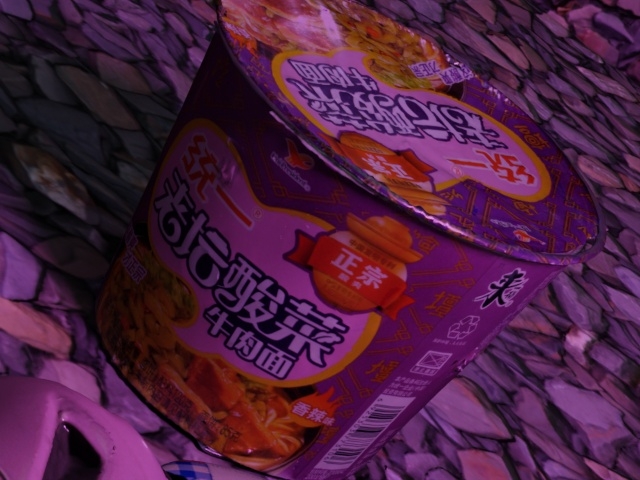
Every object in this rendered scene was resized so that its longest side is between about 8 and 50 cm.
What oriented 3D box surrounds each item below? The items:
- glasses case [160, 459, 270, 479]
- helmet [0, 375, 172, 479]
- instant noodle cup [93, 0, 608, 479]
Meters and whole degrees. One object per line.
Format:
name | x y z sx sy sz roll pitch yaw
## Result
glasses case | 0.024 0.237 1.274 0.327 0.076 0.125 27 27 -18
helmet | -0.165 0.164 0.968 0.198 0.154 0.253 1 25 13
instant noodle cup | 0.000 0.000 1.457 0.340 0.266 0.340 28 25 -15
